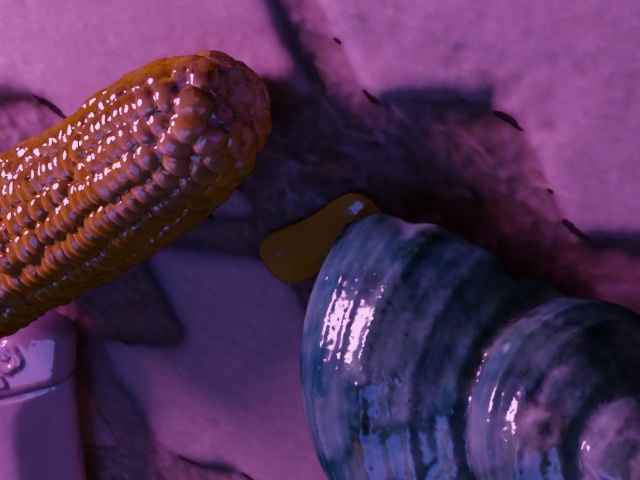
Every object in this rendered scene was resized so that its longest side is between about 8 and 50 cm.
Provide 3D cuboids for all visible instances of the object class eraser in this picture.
[{"bbox_3d":[-0.271,0.117,0.938,0.243,0.059,0.204,12,128,15],"label":"eraser"}]

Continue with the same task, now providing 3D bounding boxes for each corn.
[{"bbox_3d":[-0.137,-0.021,0.745,0.291,0.101,0.101,-30,103,39],"label":"corn"}]

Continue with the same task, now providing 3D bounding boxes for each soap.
[{"bbox_3d":[0.000,0.000,0.735,0.089,0.012,0.034,-28,104,41],"label":"soap"}]

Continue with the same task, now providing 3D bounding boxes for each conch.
[{"bbox_3d":[0.088,0.086,0.656,0.202,0.134,0.196,-7,129,38],"label":"conch"}]
